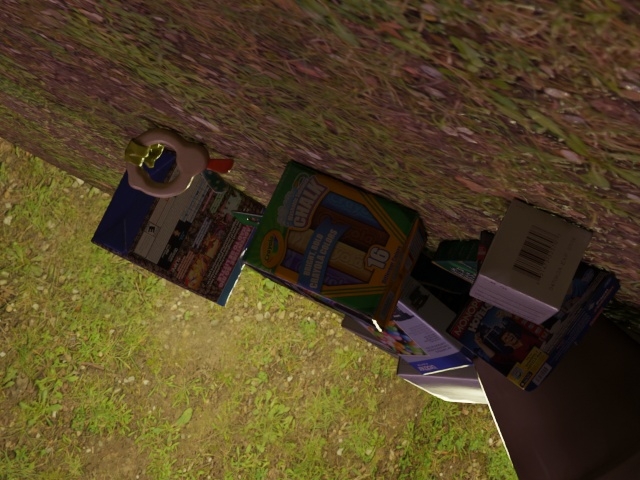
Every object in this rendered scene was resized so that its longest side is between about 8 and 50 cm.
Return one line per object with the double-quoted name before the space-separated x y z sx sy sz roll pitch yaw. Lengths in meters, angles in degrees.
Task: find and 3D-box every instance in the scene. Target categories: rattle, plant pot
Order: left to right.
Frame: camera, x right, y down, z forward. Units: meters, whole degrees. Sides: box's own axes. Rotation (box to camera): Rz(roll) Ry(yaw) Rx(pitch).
"rattle" -0.241 -0.143 1.888 0.200 0.130 0.143 -3 180 7
"plant pot" 0.388 0.241 1.598 0.280 0.323 0.323 54 175 6

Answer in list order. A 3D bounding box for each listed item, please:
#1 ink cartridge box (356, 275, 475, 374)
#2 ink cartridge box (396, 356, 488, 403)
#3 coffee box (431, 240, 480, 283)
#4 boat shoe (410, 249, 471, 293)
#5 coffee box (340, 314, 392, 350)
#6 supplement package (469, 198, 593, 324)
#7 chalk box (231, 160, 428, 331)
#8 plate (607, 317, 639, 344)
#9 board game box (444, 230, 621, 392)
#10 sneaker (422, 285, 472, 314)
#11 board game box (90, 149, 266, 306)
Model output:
"ink cartridge box" 0.165 0.150 1.880 0.311 0.065 0.186 37 155 -14
"ink cartridge box" 0.357 0.259 2.180 0.310 0.130 0.272 0 161 29
"coffee box" 0.257 0.041 1.628 0.113 0.040 0.184 27 172 -15
"boat shoe" 0.176 0.050 1.865 0.183 0.066 0.066 26 174 -5
"coffee box" 0.186 0.171 2.296 0.119 0.168 0.297 20 171 34
"supplement package" 0.257 0.031 1.303 0.105 0.105 0.179 24 173 8
"chalk box" 0.000 0.000 1.669 0.289 0.179 0.180 24 174 14
"plate" 0.459 0.211 1.821 0.278 0.045 0.277 27 153 -22
"board game box" 0.273 0.081 1.447 0.194 0.194 0.060 38 180 36
"sneaker" 0.189 0.105 1.961 0.344 0.134 0.146 18 163 22
"board game box" -0.286 -0.030 2.185 0.141 0.232 0.291 19 170 44
